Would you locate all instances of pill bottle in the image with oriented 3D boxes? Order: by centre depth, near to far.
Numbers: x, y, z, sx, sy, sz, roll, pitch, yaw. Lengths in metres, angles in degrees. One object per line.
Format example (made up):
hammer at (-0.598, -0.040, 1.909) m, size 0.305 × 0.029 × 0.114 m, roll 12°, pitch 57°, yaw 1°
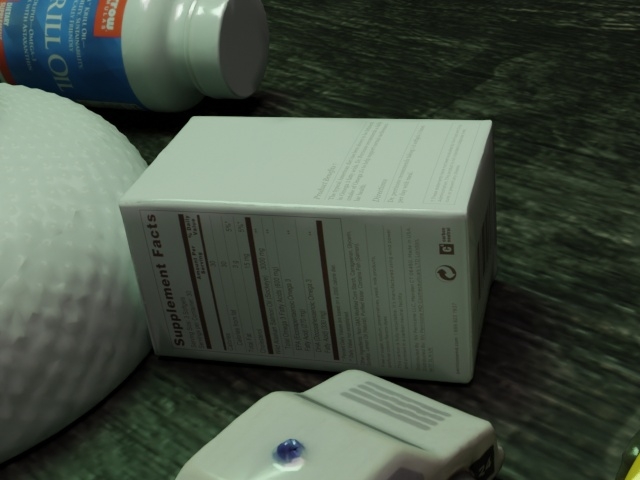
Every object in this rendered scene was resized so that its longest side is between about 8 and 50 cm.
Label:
pill bottle at (-0.162, -0.174, 0.841) m, size 0.222 × 0.124 × 0.124 m, roll 6°, pitch 34°, yaw 23°

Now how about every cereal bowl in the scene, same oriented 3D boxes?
cereal bowl at (-0.259, -0.008, 0.576) m, size 0.339 × 0.141 × 0.339 m, roll -6°, pitch 31°, yaw 4°

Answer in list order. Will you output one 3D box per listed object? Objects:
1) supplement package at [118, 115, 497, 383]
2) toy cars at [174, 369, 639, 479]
supplement package at (0.000, 0.000, 0.537) m, size 0.179 × 0.105 × 0.105 m, roll 3°, pitch 33°, yaw 17°
toy cars at (0.093, 0.083, 0.396) m, size 0.394 × 0.087 × 0.176 m, roll -11°, pitch 31°, yaw -5°
